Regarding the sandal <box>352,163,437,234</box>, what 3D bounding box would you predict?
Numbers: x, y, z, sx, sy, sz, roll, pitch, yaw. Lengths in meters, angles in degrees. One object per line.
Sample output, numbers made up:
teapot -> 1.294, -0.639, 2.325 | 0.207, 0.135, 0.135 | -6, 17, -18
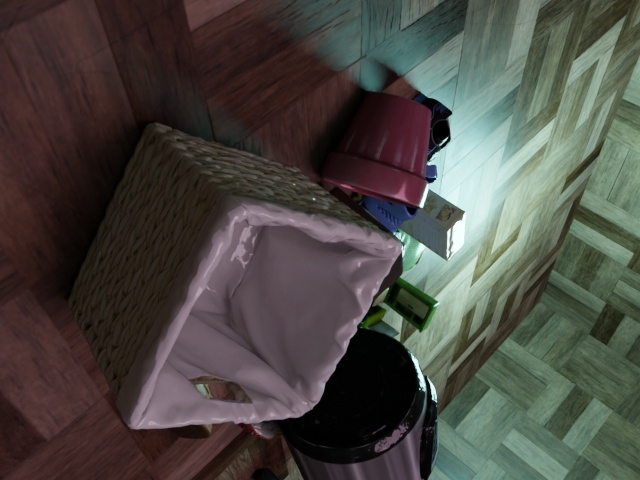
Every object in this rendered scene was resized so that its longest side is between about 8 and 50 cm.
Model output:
sandal -> 0.153, -0.084, 1.396 | 0.126, 0.138, 0.318 | -6, 127, -37

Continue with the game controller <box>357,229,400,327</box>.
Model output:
game controller -> 0.094, 0.106, 1.617 | 0.166, 0.067, 0.319 | -18, 136, -49

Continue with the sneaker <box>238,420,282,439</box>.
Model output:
sneaker -> -0.130, 0.443, 1.652 | 0.225, 0.088, 0.093 | 15, 93, -64

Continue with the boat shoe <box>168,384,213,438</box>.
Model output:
boat shoe -> -0.264, 0.282, 1.234 | 0.302, 0.109, 0.098 | 81, 12, -54

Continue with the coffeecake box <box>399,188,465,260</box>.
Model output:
coffeecake box -> 0.246, -0.056, 1.538 | 0.068, 0.185, 0.142 | -45, 152, -17

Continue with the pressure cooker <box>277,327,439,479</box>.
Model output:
pressure cooker -> 0.100, 0.468, 1.623 | 0.369, 0.375, 0.421 | -33, 134, -20

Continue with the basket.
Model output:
basket -> -0.128, 0.056, 0.927 | 0.328, 0.266, 0.332 | 12, 111, -46

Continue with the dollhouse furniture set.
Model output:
dollhouse furniture set -> 0.236, 0.110, 1.751 | 0.197, 0.151, 0.302 | -18, 136, -48

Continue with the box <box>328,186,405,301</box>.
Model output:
box -> -0.038, 0.095, 1.229 | 0.381, 0.191, 0.143 | -40, 155, -15

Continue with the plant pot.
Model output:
plant pot -> 0.121, -0.172, 1.221 | 0.201, 0.201, 0.180 | 13, 95, -61

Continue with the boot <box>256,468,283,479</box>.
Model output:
boot -> -0.224, 0.822, 1.955 | 0.280, 0.096, 0.264 | -39, 158, -12

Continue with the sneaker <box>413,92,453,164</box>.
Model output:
sneaker -> 0.240, -0.215, 1.449 | 0.081, 0.090, 0.232 | -41, 150, -23
